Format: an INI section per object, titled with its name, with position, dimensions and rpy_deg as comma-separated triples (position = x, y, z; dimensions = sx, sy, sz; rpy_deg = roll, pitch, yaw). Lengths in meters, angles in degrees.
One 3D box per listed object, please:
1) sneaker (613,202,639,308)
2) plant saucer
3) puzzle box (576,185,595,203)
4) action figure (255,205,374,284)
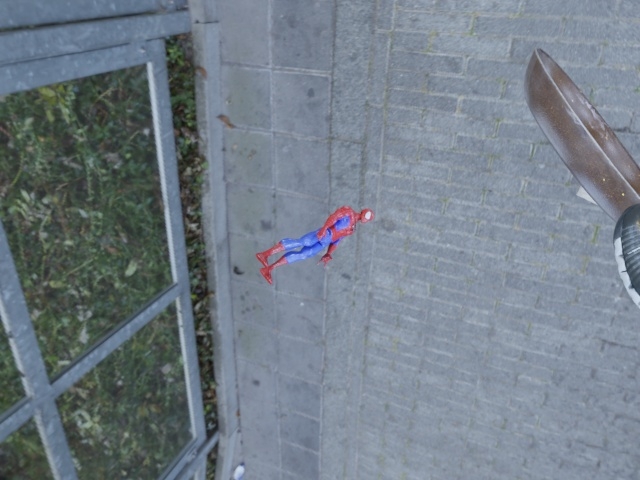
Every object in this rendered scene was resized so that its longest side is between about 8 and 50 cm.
[sneaker]
position = 0.345, 0.066, 0.444
dimensions = 0.078, 0.106, 0.234
rpy_deg = -16, 77, -7
[plant saucer]
position = 0.370, -0.127, 0.696
dimensions = 0.050, 0.310, 0.310
rpy_deg = -39, 94, 33
[puzzle box]
position = 0.822, -0.044, 1.127
dimensions = 0.409, 0.272, 0.052
rpy_deg = 42, 128, 43
[action figure]
position = 0.000, 0.000, 0.455
dimensions = 0.030, 0.115, 0.038
rpy_deg = 43, 155, 39
